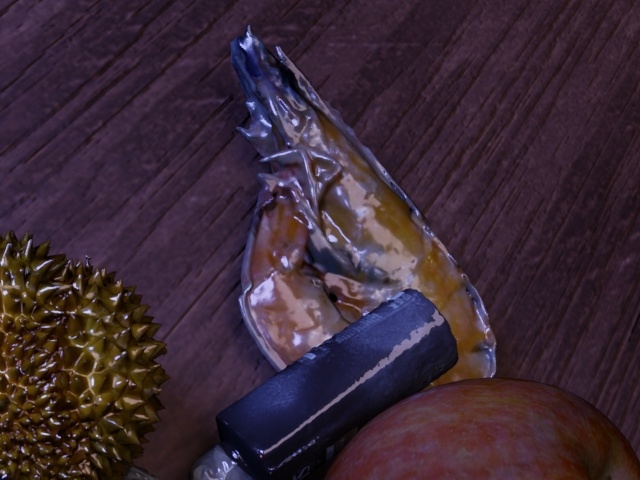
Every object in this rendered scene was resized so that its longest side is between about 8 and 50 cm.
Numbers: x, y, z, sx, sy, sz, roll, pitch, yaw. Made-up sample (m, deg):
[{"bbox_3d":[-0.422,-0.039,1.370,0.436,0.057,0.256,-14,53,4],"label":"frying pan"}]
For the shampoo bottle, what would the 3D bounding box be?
[{"bbox_3d":[-0.015,0.102,0.675,0.207,0.057,0.063,-32,52,-23],"label":"shampoo bottle"}]

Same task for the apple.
[{"bbox_3d":[0.091,0.168,0.627,0.188,0.174,0.188,34,39,-33],"label":"apple"}]

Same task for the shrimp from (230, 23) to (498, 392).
[{"bbox_3d":[0.000,0.000,0.778,0.164,0.062,0.317,-23,77,-38],"label":"shrimp"}]

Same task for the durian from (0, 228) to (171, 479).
[{"bbox_3d":[-0.155,0.070,0.589,0.158,0.137,0.168,-3,50,-10],"label":"durian"}]
